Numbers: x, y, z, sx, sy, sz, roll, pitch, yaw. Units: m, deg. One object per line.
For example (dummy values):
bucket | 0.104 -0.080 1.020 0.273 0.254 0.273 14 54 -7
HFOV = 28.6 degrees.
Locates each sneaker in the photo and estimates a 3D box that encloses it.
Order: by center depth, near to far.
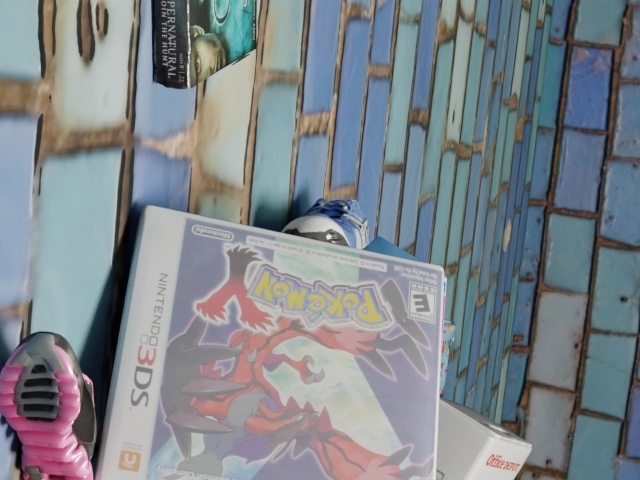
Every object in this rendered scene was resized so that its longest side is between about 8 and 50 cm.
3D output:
sneaker | -0.141 0.085 0.677 0.057 0.047 0.119 -74 171 -47
sneaker | 0.000 0.000 1.076 0.211 0.080 0.081 64 30 -79

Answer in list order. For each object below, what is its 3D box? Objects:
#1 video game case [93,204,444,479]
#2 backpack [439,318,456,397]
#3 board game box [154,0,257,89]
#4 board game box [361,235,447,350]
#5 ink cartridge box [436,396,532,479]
video game case | -0.024 0.080 0.763 0.023 0.201 0.183 124 -25 -59
backpack | 0.061 0.154 1.273 0.158 0.117 0.173 26 76 -72
board game box | -0.071 -0.201 0.800 0.126 0.026 0.186 -50 145 -63
board game box | -0.011 0.183 0.910 0.242 0.064 0.316 -38 145 -30
ink cartridge box | 0.103 0.260 1.217 0.208 0.087 0.153 -58 154 1
